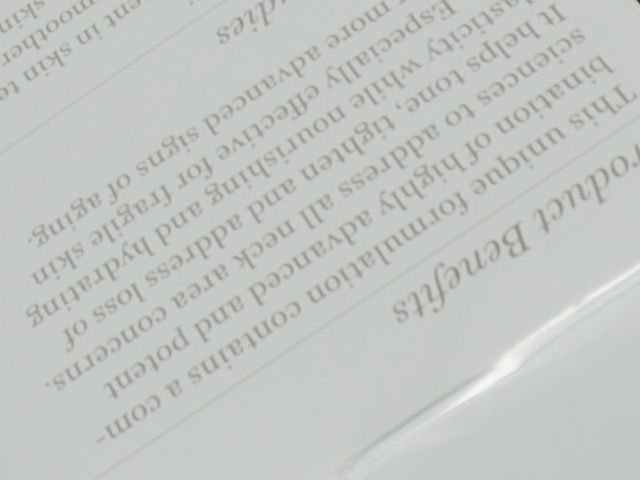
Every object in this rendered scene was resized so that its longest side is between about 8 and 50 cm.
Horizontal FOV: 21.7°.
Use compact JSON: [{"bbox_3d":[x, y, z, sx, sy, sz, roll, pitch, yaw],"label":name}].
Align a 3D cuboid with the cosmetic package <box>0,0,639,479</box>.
[{"bbox_3d":[0.000,0.000,0.831,0.393,0.329,0.327,58,-178,33],"label":"cosmetic package"}]
